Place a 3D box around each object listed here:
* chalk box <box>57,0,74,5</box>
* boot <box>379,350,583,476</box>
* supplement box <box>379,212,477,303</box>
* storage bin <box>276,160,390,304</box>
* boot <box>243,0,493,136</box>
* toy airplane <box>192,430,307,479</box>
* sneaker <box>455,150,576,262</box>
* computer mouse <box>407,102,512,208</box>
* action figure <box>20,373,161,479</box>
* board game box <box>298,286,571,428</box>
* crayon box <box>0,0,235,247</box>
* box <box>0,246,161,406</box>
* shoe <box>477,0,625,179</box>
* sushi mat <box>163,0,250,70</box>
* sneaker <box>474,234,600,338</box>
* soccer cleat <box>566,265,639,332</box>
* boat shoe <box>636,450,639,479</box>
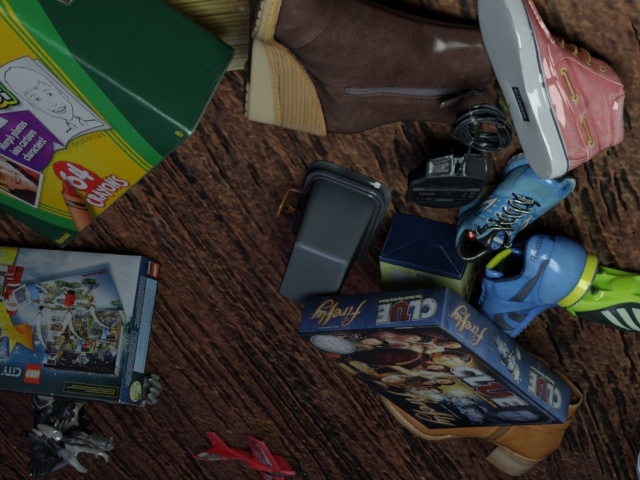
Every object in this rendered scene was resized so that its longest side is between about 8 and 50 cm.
[{"bbox_3d":[-0.214,-0.312,1.529,0.132,0.132,0.213,24,148,-1],"label":"chalk box"},{"bbox_3d":[0.170,0.159,2.074,0.197,0.073,0.152,26,141,-3],"label":"boot"},{"bbox_3d":[0.105,0.027,1.912,0.083,0.056,0.083,14,148,14],"label":"supplement box"},{"bbox_3d":[0.000,0.000,1.905,0.098,0.091,0.135,22,148,1],"label":"storage bin"},{"bbox_3d":[0.044,-0.179,1.617,0.207,0.090,0.248,0,144,-6],"label":"boot"},{"bbox_3d":[-0.084,0.271,2.430,0.151,0.028,0.151,16,147,11],"label":"toy airplane"},{"bbox_3d":[0.173,-0.022,1.780,0.063,0.073,0.162,30,148,-12],"label":"sneaker"},{"bbox_3d":[0.120,-0.079,1.711,0.071,0.041,0.242,2,164,-7],"label":"computer mouse"},{"bbox_3d":[-0.278,0.195,2.315,0.141,0.164,0.275,20,143,13],"label":"action figure"},{"bbox_3d":[0.115,0.118,1.924,0.165,0.042,0.243,-7,150,36],"label":"board game box"},{"bbox_3d":[-0.291,-0.159,1.794,0.313,0.106,0.363,32,153,-13],"label":"crayon box"},{"bbox_3d":[-0.293,0.091,2.160,0.233,0.159,0.044,4,172,28],"label":"box"},{"bbox_3d":[0.190,-0.143,1.604,0.063,0.081,0.178,24,137,64],"label":"shoe"},{"bbox_3d":[-0.120,-0.198,1.746,0.317,0.019,0.151,-3,142,35],"label":"sushi mat"},{"bbox_3d":[0.180,0.037,1.855,0.082,0.069,0.209,25,157,-12],"label":"sneaker"},{"bbox_3d":[0.308,0.062,1.847,0.179,0.060,0.072,13,158,27],"label":"soccer cleat"},{"bbox_3d":[0.470,0.262,1.989,0.306,0.113,0.105,26,165,12],"label":"boat shoe"}]
